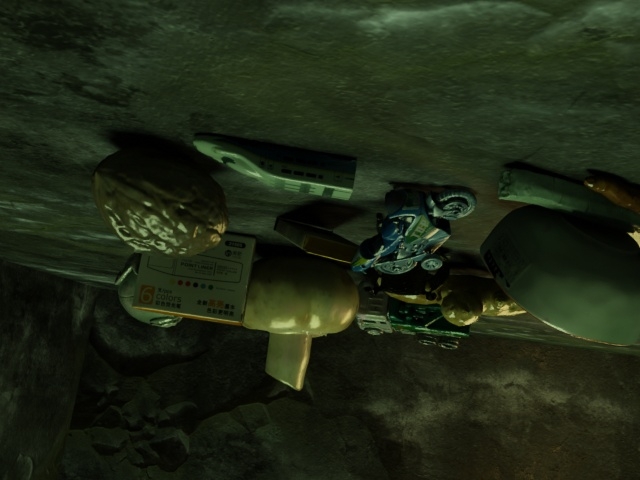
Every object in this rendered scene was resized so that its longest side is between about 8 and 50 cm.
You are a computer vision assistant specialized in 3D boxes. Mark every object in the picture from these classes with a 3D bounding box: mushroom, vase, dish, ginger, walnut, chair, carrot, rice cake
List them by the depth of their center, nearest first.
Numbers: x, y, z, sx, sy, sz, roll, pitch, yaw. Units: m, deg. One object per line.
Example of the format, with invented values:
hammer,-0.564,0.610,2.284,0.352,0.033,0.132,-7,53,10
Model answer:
carrot,0.406,-0.058,0.863,0.165,0.036,0.035,16,167,-22
rice cake,0.351,-0.053,0.891,0.245,0.045,0.042,13,168,-20
dish,0.370,0.028,0.944,0.256,0.117,0.256,19,-153,-10
walnut,-0.255,-0.061,1.020,0.178,0.178,0.230,-1,160,38
chair,0.165,0.042,1.268,0.174,0.149,0.213,5,172,11
ginger,0.352,0.131,1.592,0.348,0.122,0.363,5,179,-26
mushroom,-0.087,0.179,1.760,0.325,0.353,0.353,41,158,-15
vase,-0.416,0.118,1.854,0.249,0.250,0.445,16,163,-32

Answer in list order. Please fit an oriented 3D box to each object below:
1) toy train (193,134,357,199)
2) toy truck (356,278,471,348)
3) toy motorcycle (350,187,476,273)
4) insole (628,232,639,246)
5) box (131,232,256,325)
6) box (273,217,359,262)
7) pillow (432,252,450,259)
toy train,-0.067,-0.105,0.927,0.233,0.051,0.052,9,164,-4
toy truck,0.277,0.197,1.892,0.363,0.177,0.178,3,159,21
toy motorcycle,0.137,-0.014,1.059,0.135,0.092,0.254,13,143,-19
insole,0.545,-0.002,1.099,0.322,0.007,0.109,11,168,-17
box,-0.304,0.082,1.592,0.273,0.221,0.091,7,170,-1
box,0.000,0.000,1.256,0.129,0.033,0.247,15,-175,-20
pillow,0.219,0.047,1.496,0.130,0.033,0.217,3,170,2
